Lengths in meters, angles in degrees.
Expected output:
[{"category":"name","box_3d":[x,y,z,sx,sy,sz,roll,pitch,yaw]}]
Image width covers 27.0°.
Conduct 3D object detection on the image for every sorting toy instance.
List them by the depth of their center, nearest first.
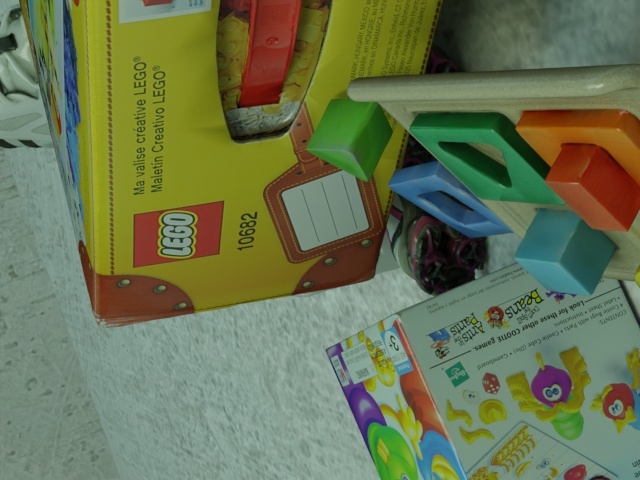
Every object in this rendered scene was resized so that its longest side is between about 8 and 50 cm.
[{"category":"sorting toy","box_3d":[0.124,-0.014,0.616,0.196,0.047,0.348,35,164,-32]}]

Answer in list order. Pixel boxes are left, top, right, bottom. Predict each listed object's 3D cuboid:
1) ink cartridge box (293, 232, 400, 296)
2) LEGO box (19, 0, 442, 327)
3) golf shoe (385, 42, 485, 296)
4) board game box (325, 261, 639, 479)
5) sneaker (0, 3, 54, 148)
[{"category":"ink cartridge box","box_3d":[0.000,0.000,1.028,0.150,0.109,0.063,-6,101,68]},{"category":"LEGO box","box_3d":[-0.074,-0.249,0.755,0.500,0.193,0.372,101,155,-52]},{"category":"golf shoe","box_3d":[0.059,-0.052,0.896,0.086,0.068,0.186,41,146,51]},{"category":"board game box","box_3d":[0.135,0.157,0.803,0.275,0.144,0.142,67,159,6]},{"category":"sneaker","box_3d":[-0.252,-0.167,1.250,0.447,0.258,0.169,139,117,-68]}]
